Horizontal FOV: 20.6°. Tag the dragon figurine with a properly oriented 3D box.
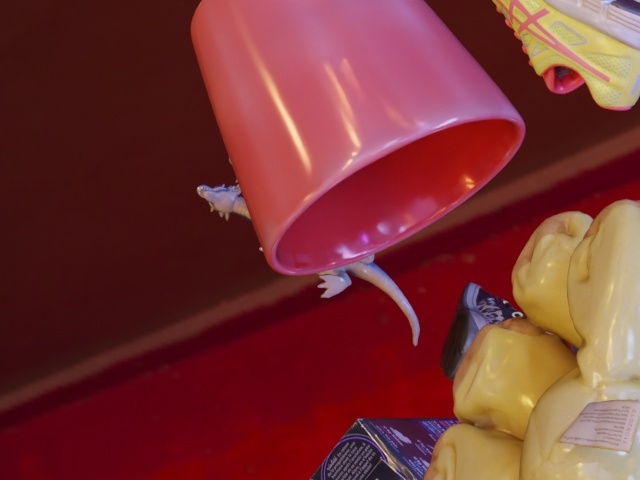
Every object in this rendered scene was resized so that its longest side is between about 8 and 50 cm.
[{"bbox_3d":[0.000,0.000,1.954,0.085,0.289,0.144,-58,11,9],"label":"dragon figurine"}]

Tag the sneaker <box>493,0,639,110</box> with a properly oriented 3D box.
[{"bbox_3d":[0.165,-0.155,1.256,0.208,0.081,0.094,45,133,52],"label":"sneaker"}]

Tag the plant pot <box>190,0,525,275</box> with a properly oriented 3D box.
[{"bbox_3d":[0.017,-0.139,1.636,0.275,0.275,0.243,-40,70,35],"label":"plant pot"}]

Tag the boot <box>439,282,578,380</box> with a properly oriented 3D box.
[{"bbox_3d":[0.208,0.112,1.671,0.236,0.178,0.085,-59,-13,-82],"label":"boot"}]

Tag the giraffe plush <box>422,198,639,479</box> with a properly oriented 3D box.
[{"bbox_3d":[0.164,0.095,0.760,0.181,0.170,0.210,-63,14,6],"label":"giraffe plush"}]

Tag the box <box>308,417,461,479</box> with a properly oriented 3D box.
[{"bbox_3d":[0.103,0.282,1.770,0.143,0.270,0.165,46,109,26],"label":"box"}]
